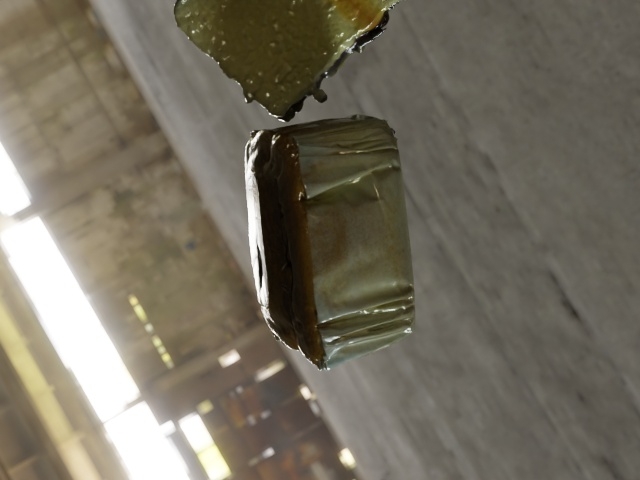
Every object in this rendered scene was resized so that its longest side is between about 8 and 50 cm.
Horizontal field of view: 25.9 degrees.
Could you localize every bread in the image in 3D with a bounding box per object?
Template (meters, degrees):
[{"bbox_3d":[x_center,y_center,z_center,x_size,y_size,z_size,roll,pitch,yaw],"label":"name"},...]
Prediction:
[{"bbox_3d":[-0.013,-0.262,1.243,0.142,0.266,0.178,32,-161,-47],"label":"bread"},{"bbox_3d":[-0.001,-0.002,1.224,0.192,0.110,0.209,-157,61,-71],"label":"bread"}]
